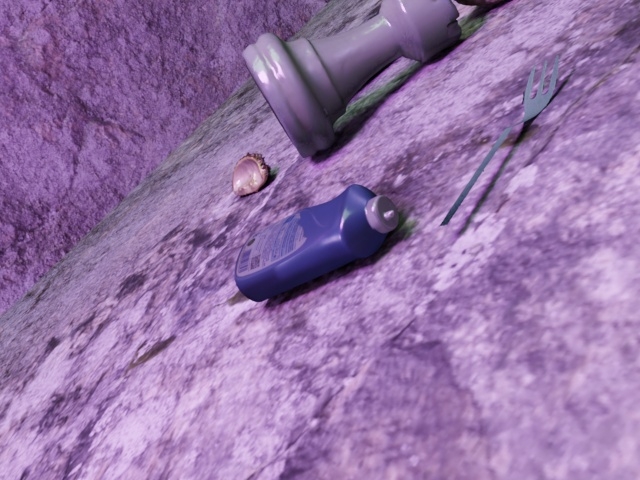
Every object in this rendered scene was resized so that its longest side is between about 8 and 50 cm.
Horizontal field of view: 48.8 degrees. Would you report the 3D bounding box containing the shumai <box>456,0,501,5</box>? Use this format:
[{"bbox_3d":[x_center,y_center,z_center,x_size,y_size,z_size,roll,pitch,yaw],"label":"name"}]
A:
[{"bbox_3d":[0.278,-0.445,1.051,0.175,0.167,0.205,-22,19,-34],"label":"shumai"}]

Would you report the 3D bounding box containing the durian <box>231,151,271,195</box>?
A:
[{"bbox_3d":[-0.121,-0.116,1.212,0.130,0.052,0.066,-10,39,56],"label":"durian"}]

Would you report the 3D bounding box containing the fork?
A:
[{"bbox_3d":[0.167,-0.088,0.645,0.235,0.021,0.039,-54,18,-28],"label":"fork"}]

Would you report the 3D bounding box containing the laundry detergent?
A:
[{"bbox_3d":[-0.001,-0.001,0.715,0.206,0.061,0.097,-24,24,42],"label":"laundry detergent"}]

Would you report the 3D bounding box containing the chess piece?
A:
[{"bbox_3d":[0.053,-0.276,1.054,0.299,0.195,0.194,-31,20,4],"label":"chess piece"}]
